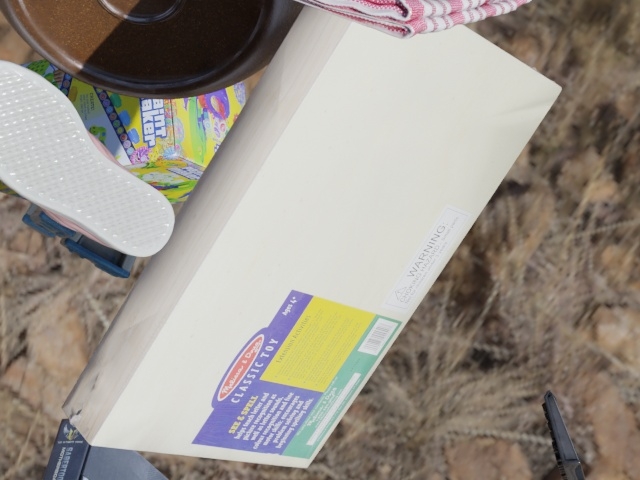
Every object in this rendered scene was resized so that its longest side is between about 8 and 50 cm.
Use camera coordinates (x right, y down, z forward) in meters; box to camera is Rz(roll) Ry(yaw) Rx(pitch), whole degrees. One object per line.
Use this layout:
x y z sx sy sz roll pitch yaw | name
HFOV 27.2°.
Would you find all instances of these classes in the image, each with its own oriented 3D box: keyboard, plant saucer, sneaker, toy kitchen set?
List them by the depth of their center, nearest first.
-0.137 -0.042 0.659 0.134 0.070 0.051 43 77 -37 | sneaker
-0.158 -0.240 1.174 0.310 0.310 0.050 17 43 -10 | plant saucer
0.246 0.224 1.310 0.023 0.180 0.108 -21 62 6 | keyboard
-0.223 0.025 1.422 0.207 0.166 0.122 31 80 -17 | toy kitchen set

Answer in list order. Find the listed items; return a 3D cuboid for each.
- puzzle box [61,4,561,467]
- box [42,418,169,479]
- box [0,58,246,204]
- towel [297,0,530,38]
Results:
0.000 0.000 1.048 0.052 0.409 0.272 41 14 36 | puzzle box
-0.262 0.350 1.626 0.059 0.233 0.183 -4 54 24 | box
-0.281 -0.154 1.917 0.279 0.290 0.177 -9 80 17 | box
0.032 -0.161 0.773 0.144 0.029 0.197 24 25 21 | towel
